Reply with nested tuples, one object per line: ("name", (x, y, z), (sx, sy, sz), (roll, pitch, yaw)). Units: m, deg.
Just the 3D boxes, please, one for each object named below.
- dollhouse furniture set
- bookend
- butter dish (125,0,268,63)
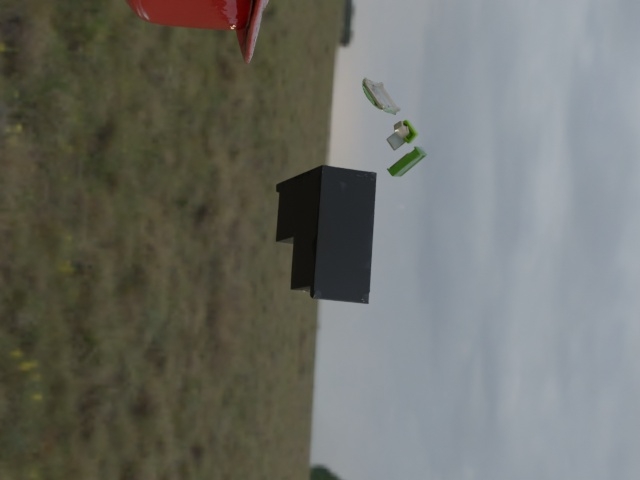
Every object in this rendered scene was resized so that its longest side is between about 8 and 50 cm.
("dollhouse furniture set", (0.099, -0.176, 1.749), (0.151, 0.058, 0.076), (57, 22, 11))
("bookend", (0.000, 0.000, 1.369), (0.156, 0.072, 0.157), (164, -69, -67))
("butter dish", (-0.091, -0.189, 0.631), (0.160, 0.118, 0.159), (126, -46, -75))
